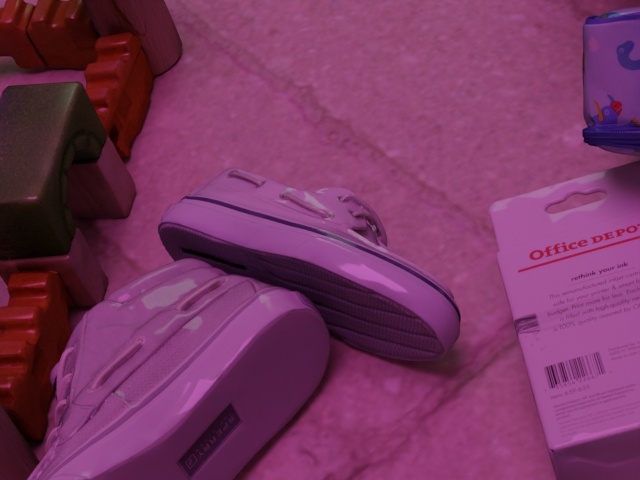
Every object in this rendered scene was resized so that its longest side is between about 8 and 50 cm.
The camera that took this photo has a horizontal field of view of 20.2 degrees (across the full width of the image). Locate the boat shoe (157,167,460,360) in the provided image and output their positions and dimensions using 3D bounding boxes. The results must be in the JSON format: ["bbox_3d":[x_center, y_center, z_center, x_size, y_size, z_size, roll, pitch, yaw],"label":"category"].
[{"bbox_3d":[0.000,0.000,1.069,0.226,0.083,0.076,21,61,36],"label":"boat shoe"}]

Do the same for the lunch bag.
[{"bbox_3d":[0.263,-0.089,0.998,0.219,0.090,0.176,1,7,19],"label":"lunch bag"}]

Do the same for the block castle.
[{"bbox_3d":[-0.288,-0.057,1.145,0.303,0.213,0.453,-3,49,19],"label":"block castle"}]

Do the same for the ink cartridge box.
[{"bbox_3d":[0.160,0.047,0.979,0.104,0.060,0.180,-16,45,7],"label":"ink cartridge box"}]

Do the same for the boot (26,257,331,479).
[{"bbox_3d":[-0.118,0.111,1.022,0.123,0.095,0.258,21,52,43],"label":"boot"}]
